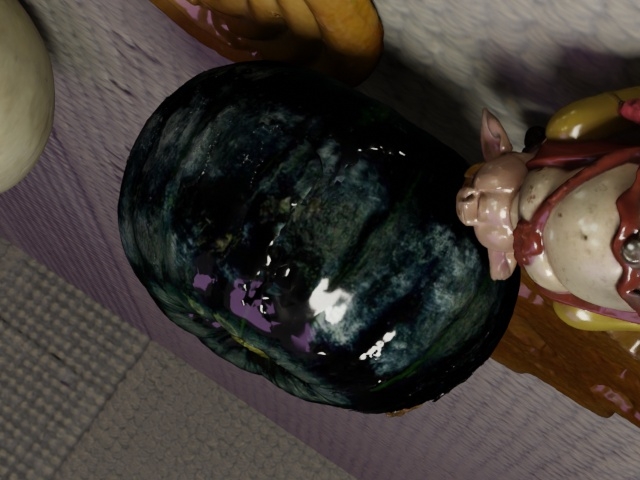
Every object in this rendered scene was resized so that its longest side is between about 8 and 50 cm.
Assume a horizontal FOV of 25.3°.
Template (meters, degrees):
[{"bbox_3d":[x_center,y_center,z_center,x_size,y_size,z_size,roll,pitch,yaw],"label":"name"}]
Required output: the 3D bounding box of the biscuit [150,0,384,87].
[{"bbox_3d":[-0.034,-0.133,0.817,0.144,0.033,0.224,39,167,-15],"label":"biscuit"}]

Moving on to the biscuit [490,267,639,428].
[{"bbox_3d":[0.148,0.048,0.972,0.301,0.043,0.278,18,159,51],"label":"biscuit"}]

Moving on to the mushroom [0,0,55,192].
[{"bbox_3d":[-0.369,-0.148,1.138,0.315,0.315,0.356,36,-159,-3],"label":"mushroom"}]

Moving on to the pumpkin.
[{"bbox_3d":[0.000,0.000,0.805,0.233,0.163,0.233,30,170,6],"label":"pumpkin"}]

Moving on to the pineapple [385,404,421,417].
[{"bbox_3d":[0.041,0.098,1.364,0.159,0.074,0.074,49,162,-23],"label":"pineapple"}]

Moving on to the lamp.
[{"bbox_3d":[0.133,-0.016,0.649,0.118,0.118,0.253,43,172,-31],"label":"lamp"}]
